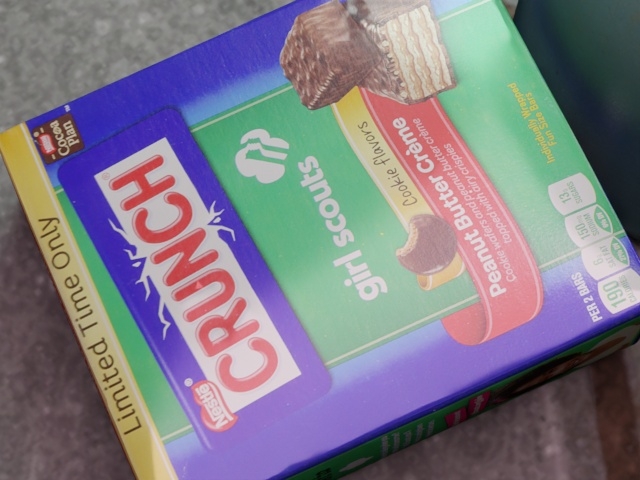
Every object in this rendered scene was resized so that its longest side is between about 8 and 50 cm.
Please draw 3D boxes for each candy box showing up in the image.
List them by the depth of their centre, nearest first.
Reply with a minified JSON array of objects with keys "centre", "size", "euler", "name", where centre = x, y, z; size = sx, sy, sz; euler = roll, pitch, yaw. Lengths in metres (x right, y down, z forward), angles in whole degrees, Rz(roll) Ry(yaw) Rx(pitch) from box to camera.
[{"centre":[0.000,0.000,1.114],"size":[0.317,0.122,0.268],"euler":[-25,74,-3],"name":"candy box"}]

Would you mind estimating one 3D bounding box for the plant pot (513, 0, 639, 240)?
[{"centre":[0.263,-0.163,1.108],"size":[0.293,0.235,0.293],"euler":[-1,69,4],"name":"plant pot"}]
